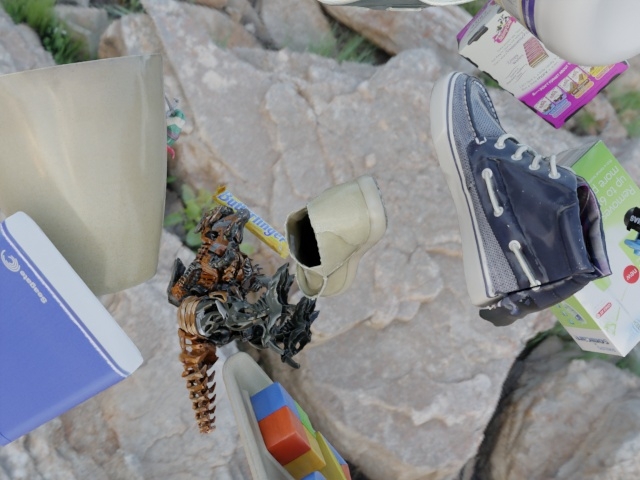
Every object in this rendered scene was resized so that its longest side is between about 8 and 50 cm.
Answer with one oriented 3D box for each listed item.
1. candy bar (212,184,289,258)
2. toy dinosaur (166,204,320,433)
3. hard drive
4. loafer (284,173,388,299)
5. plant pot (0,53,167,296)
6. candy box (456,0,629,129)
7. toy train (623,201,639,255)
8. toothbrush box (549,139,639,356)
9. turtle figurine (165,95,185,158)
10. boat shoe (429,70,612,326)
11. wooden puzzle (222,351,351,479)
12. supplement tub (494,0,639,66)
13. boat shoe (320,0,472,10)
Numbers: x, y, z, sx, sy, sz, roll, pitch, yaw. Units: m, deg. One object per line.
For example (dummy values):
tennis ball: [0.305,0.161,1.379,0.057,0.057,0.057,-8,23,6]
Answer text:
candy bar: [-0.110,-0.031,1.246,0.161,0.018,0.040,41,43,-5]
toy dinosaur: [-0.130,0.107,1.123,0.164,0.218,0.322,2,89,-72]
hard drive: [-0.370,0.122,0.918,0.210,0.318,0.040,53,39,-8]
loafer: [0.000,0.000,0.934,0.092,0.268,0.102,-7,67,-17]
plant pot: [-0.298,-0.075,0.964,0.256,0.256,0.274,-19,105,-39]
candy box: [0.362,-0.313,1.264,0.233,0.159,0.071,32,35,-21]
toy train: [0.460,0.003,0.940,0.105,0.080,0.184,10,15,-29]
toothbrush box: [0.444,0.014,1.259,0.206,0.122,0.283,-41,98,-12]
turtle figurine: [-0.301,-0.140,1.203,0.175,0.234,0.118,0,67,-14]
boat shoe: [0.244,-0.078,0.935,0.127,0.158,0.341,9,64,-46]
wooden puzzle: [0.000,0.346,1.020,0.322,0.080,0.348,58,7,-40]
supplement tub: [0.178,-0.327,0.615,0.241,0.241,0.331,-15,56,-38]
boat shoe: [0.142,-0.429,1.244,0.099,0.319,0.116,-30,119,-73]
